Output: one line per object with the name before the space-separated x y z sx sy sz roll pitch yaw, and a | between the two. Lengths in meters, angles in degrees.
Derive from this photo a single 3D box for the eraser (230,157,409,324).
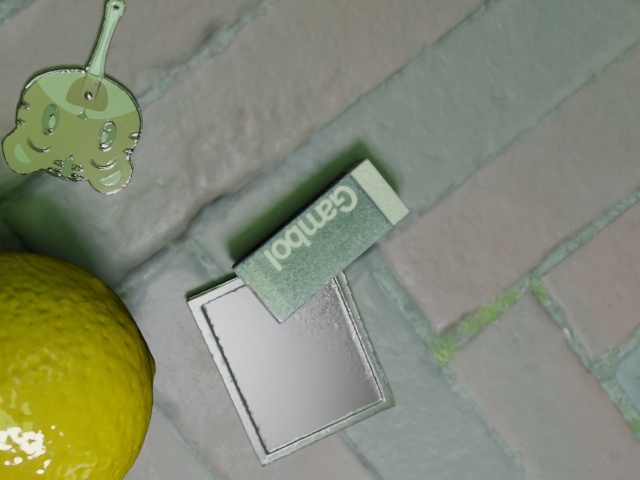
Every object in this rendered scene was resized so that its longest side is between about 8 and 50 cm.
eraser | 0.000 0.000 1.367 0.212 0.046 0.092 -40 97 -6

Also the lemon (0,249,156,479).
lemon | -0.345 0.162 1.196 0.336 0.336 0.336 -3 104 -13

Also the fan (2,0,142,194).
fan | -0.269 -0.170 1.291 0.153 0.008 0.226 16 100 -16

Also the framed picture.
framed picture | -0.033 0.143 1.424 0.197 0.014 0.252 -24 108 -7
